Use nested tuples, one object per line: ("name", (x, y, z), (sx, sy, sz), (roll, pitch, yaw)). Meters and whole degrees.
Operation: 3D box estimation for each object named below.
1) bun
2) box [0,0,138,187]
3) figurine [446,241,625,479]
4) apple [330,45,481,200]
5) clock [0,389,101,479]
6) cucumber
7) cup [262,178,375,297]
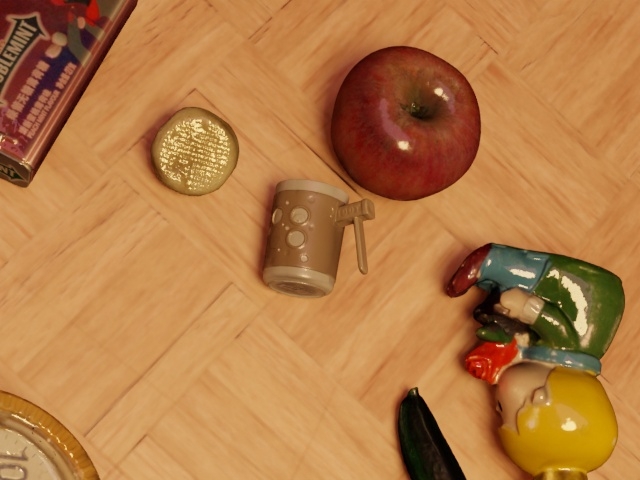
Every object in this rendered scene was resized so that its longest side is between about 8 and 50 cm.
("bun", (-0.121, -0.084, 1.052), (0.086, 0.055, 0.086), (-3, 103, -13))
("box", (-0.268, -0.172, 1.025), (0.120, 0.069, 0.224), (26, 69, -8))
("figurine", (0.198, 0.128, 1.058), (0.185, 0.127, 0.234), (15, 81, -7))
("apple", (0.083, -0.111, 1.087), (0.154, 0.120, 0.153), (7, 71, -21))
("clock", (-0.326, 0.226, 0.827), (0.317, 0.200, 0.244), (12, 63, -26))
("cucumber", (0.129, 0.268, 1.005), (0.056, 0.056, 0.284), (-10, 62, -19))
("cup", (0.000, 0.002, 1.049), (0.102, 0.074, 0.099), (7, 74, 6))
